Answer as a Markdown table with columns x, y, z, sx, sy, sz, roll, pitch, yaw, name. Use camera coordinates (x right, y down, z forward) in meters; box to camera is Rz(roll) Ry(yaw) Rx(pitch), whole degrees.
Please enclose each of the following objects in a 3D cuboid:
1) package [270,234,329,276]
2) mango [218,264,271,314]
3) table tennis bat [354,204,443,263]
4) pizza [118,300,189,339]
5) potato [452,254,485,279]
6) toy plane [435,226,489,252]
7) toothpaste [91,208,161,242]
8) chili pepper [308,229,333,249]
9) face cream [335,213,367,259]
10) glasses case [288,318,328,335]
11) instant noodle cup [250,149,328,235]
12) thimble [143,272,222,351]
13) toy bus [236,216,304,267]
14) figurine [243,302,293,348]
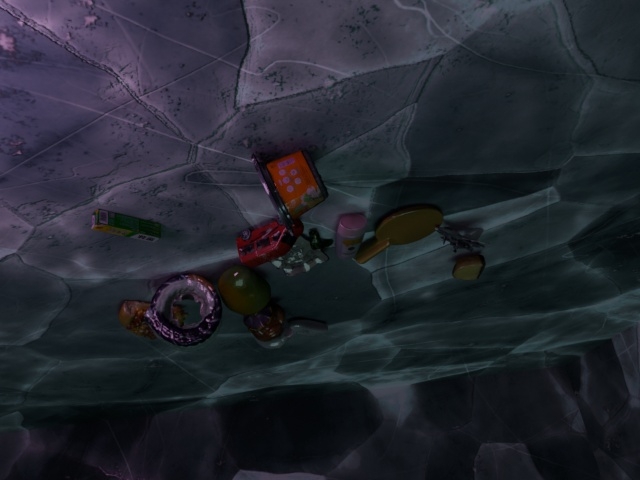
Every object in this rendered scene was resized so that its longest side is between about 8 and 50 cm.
| x | y | z | sx | sy | sz | roll | pitch | yaw | name |
| --- | --- | --- | --- | --- | --- | --- | --- | --- | --- |
| -0.090 | 0.036 | 1.981 | 0.166 | 0.040 | 0.232 | -25 | 143 | 23 | package |
| -0.244 | 0.157 | 2.080 | 0.156 | 0.114 | 0.251 | -6 | 156 | 9 | mango |
| 0.222 | -0.015 | 1.971 | 0.198 | 0.050 | 0.320 | 14 | 142 | -44 | table tennis bat |
| -0.562 | 0.278 | 2.251 | 0.228 | 0.082 | 0.290 | -9 | 153 | -2 | pizza |
| 0.499 | 0.086 | 2.261 | 0.103 | 0.067 | 0.096 | 2 | 138 | -12 | potato |
| 0.424 | 0.001 | 2.018 | 0.234 | 0.083 | 0.160 | 1 | -174 | -39 | toy plane |
| -0.491 | -0.035 | 1.675 | 0.178 | 0.043 | 0.037 | 15 | 145 | -42 | toothpaste |
| -0.002 | 0.008 | 1.936 | 0.055 | 0.035 | 0.118 | -50 | 145 | 7 | chili pepper |
| 0.086 | -0.008 | 1.923 | 0.084 | 0.057 | 0.198 | -7 | 155 | -8 | face cream |
| -0.051 | 0.347 | 2.612 | 0.076 | 0.050 | 0.197 | -29 | 149 | 35 | glasses case |
| -0.059 | -0.129 | 1.521 | 0.125 | 0.178 | 0.208 | -27 | 122 | 1 | instant noodle cup |
| -0.420 | 0.227 | 2.032 | 0.237 | 0.238 | 0.150 | -4 | 157 | -11 | thimble |
| -0.135 | 0.000 | 1.824 | 0.195 | 0.090 | 0.081 | -22 | 152 | 23 | toy bus |
| -0.190 | 0.306 | 2.382 | 0.189 | 0.142 | 0.263 | 10 | 157 | 12 | figurine |
